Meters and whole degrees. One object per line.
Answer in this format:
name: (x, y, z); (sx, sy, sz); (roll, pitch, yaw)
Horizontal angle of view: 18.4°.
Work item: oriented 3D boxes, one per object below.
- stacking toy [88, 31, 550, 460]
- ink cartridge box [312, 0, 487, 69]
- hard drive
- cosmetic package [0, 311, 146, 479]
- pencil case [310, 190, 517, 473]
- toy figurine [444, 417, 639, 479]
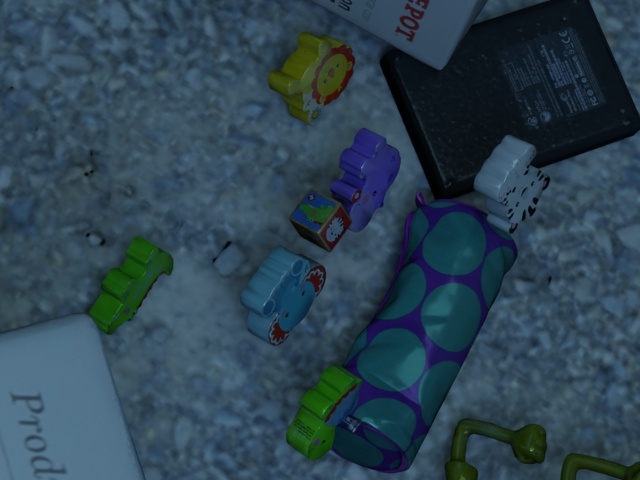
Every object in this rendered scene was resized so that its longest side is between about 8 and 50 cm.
stacking toy: (0.000, 0.000, 1.091); (0.167, 0.052, 0.221); (30, 75, 31)
ink cartridge box: (-0.009, -0.240, 1.089); (0.283, 0.207, 0.117); (29, 71, 2)
hard drive: (0.114, -0.087, 1.182); (0.135, 0.022, 0.094); (-19, 80, -16)
cosmetic package: (-0.267, 0.261, 0.811); (0.393, 0.327, 0.329); (-12, 78, -28)
pencil case: (0.051, 0.052, 1.110); (0.070, 0.064, 0.152); (28, 71, 6)
toy figurine: (0.148, 0.180, 0.931); (0.362, 0.217, 0.191); (18, 80, 29)
